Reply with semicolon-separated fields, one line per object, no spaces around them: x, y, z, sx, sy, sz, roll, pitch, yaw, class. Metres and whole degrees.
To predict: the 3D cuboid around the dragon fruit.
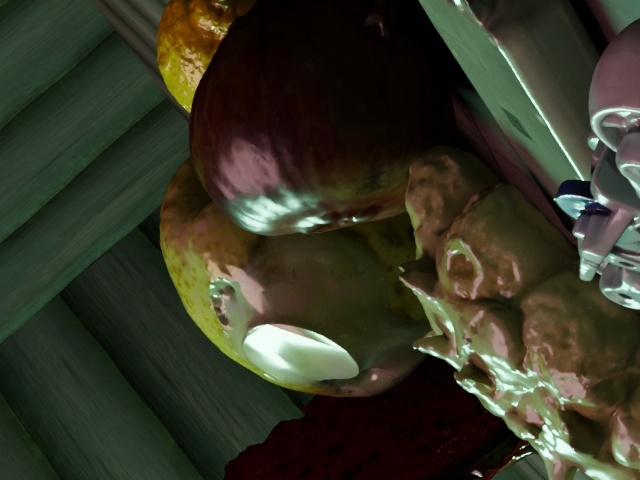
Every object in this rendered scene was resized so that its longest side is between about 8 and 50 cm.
0.094;0.169;1.374;0.100;0.343;0.282;57;174;-20;dragon fruit

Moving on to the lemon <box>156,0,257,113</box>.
-0.080;-0.176;1.463;0.142;0.142;0.187;47;169;18;lemon

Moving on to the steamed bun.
0.149;0.069;1.076;0.295;0.137;0.292;34;-167;-49;steamed bun

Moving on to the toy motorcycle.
0.169;-0.024;0.733;0.112;0.112;0.254;47;174;19;toy motorcycle

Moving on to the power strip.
0.134;-0.068;0.899;0.270;0.046;0.118;50;179;-39;power strip

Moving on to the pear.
0.000;0.000;1.353;0.271;0.271;0.271;48;176;5;pear

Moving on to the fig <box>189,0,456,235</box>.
0.001;-0.101;1.139;0.205;0.205;0.205;48;176;5;fig
